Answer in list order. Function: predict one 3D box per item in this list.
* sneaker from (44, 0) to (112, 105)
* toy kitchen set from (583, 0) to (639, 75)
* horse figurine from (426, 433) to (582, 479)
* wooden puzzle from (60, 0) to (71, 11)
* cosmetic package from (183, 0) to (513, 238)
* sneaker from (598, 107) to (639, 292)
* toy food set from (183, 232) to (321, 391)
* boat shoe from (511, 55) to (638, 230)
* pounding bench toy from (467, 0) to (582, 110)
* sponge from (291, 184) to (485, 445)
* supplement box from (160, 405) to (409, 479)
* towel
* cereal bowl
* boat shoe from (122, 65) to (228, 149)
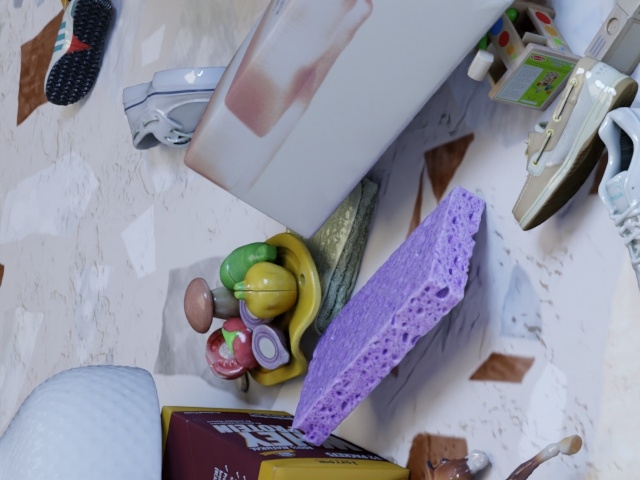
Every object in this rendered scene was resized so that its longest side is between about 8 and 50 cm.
[{"bbox_3d":[-0.298,-0.245,1.663,0.075,0.057,0.161,-107,36,-58],"label":"sneaker"},{"bbox_3d":[0.185,-0.171,0.908,0.075,0.068,0.083,-60,39,30],"label":"toy kitchen set"},{"bbox_3d":[0.134,0.251,0.904,0.174,0.066,0.263,-32,56,42],"label":"horse figurine"},{"bbox_3d":[-0.311,-0.337,1.725,0.116,0.014,0.079,-45,49,41],"label":"wooden puzzle"},{"bbox_3d":[0.025,-0.158,1.031,0.296,0.129,0.153,-49,15,43],"label":"cosmetic package"},{"bbox_3d":[0.205,-0.014,0.855,0.053,0.061,0.152,-27,63,49],"label":"sneaker"},{"bbox_3d":[-0.074,0.069,1.205,0.218,0.071,0.128,-32,64,60],"label":"toy food set"},{"bbox_3d":[0.165,-0.066,0.919,0.045,0.050,0.135,44,125,21],"label":"boat shoe"},{"bbox_3d":[0.132,-0.140,0.965,0.052,0.083,0.065,-53,44,36],"label":"pounding bench toy"},{"bbox_3d":[0.050,0.060,1.047,0.210,0.031,0.117,-51,13,39],"label":"sponge"},{"bbox_3d":[-0.048,0.253,1.112,0.194,0.129,0.191,15,96,56],"label":"supplement box"},{"bbox_3d":[0.000,0.000,1.185,0.110,0.027,0.148,34,112,54],"label":"towel"},{"bbox_3d":[-0.242,0.273,1.197,0.339,0.141,0.339,-171,90,-73],"label":"cereal bowl"},{"bbox_3d":[-0.142,-0.133,1.391,0.226,0.083,0.076,178,86,-67],"label":"boat shoe"}]
